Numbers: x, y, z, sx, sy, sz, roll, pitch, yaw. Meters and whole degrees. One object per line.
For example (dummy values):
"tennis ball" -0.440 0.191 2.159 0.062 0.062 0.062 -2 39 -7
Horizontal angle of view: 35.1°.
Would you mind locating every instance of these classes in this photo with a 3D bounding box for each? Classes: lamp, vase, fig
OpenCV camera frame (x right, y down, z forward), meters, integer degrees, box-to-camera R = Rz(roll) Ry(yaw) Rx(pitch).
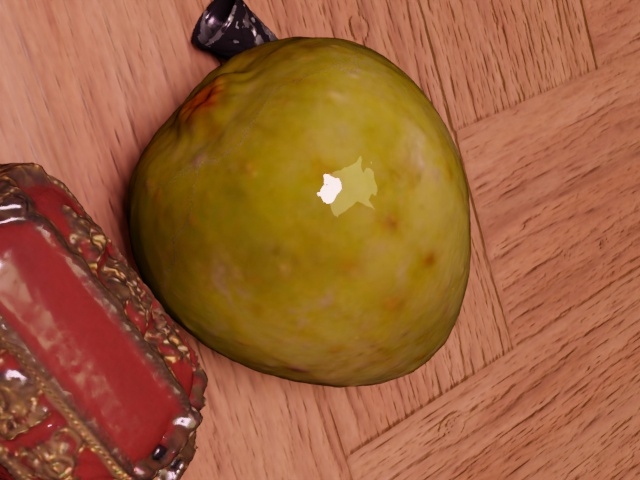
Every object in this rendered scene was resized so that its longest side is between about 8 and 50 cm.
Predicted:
"lamp" -0.198 0.070 0.706 0.177 0.177 0.274 -48 117 -26
"vase" -0.031 -0.149 0.893 0.167 0.059 0.059 33 71 -32
"fig" 0.000 0.000 0.804 0.258 0.258 0.326 -56 137 -22
